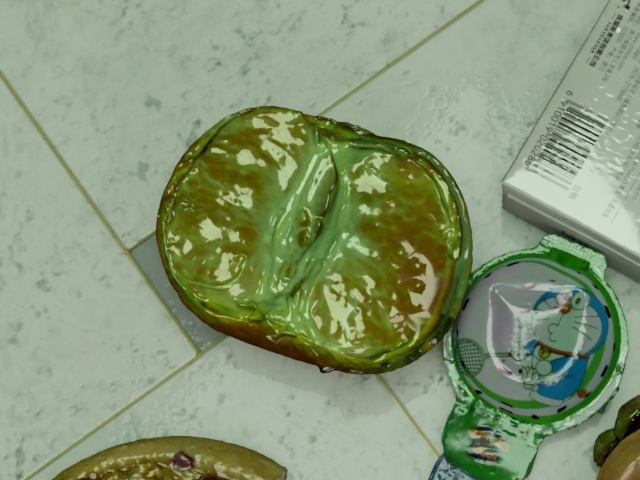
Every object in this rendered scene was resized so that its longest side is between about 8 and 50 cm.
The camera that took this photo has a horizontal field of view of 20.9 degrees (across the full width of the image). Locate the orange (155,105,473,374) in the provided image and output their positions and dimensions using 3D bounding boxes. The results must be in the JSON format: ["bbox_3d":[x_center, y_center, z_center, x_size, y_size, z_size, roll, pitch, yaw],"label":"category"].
[{"bbox_3d":[0.000,0.000,1.870,0.334,0.196,0.262,13,92,13],"label":"orange"}]

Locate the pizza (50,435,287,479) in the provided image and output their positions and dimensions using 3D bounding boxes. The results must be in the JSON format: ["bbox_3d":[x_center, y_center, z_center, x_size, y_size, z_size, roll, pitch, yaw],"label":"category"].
[{"bbox_3d":[-0.176,0.323,1.859,0.289,0.081,0.229,-5,75,2],"label":"pizza"}]

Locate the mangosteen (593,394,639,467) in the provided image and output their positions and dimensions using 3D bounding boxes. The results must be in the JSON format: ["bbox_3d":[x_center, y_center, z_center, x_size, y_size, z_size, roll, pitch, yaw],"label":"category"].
[{"bbox_3d":[0.376,0.221,1.803,0.166,0.166,0.180,-42,51,-6],"label":"mangosteen"}]

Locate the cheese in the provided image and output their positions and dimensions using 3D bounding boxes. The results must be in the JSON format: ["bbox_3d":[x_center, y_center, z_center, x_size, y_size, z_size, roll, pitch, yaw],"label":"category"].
[{"bbox_3d":[0.214,0.150,1.866,0.204,0.083,0.320,23,86,14],"label":"cheese"}]

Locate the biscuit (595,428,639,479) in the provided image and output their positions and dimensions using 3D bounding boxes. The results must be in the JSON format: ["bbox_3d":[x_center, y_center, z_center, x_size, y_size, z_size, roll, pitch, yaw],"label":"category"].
[{"bbox_3d":[0.414,0.289,1.703,0.351,0.057,0.312,-17,108,-4],"label":"biscuit"}]

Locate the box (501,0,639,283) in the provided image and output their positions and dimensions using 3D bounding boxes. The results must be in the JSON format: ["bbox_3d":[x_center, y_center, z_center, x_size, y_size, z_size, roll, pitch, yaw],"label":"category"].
[{"bbox_3d":[0.351,-0.114,1.904,0.203,0.116,0.274,29,80,11],"label":"box"}]
